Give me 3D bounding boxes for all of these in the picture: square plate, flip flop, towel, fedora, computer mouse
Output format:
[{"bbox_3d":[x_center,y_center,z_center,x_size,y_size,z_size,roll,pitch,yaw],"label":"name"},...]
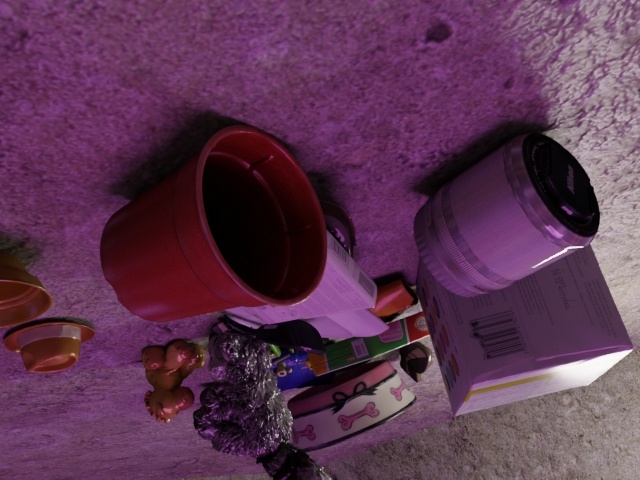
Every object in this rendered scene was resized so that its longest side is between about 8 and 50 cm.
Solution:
[{"bbox_3d":[-0.083,0.135,1.563,0.344,0.049,0.347,-2,156,31],"label":"square plate"},{"bbox_3d":[0.309,0.370,2.421,0.080,0.112,0.277,-36,157,-13],"label":"flip flop"},{"bbox_3d":[-0.094,0.363,2.230,0.308,0.076,0.227,-5,148,-17],"label":"towel"},{"bbox_3d":[-0.587,0.239,1.682,0.194,0.079,0.194,-10,156,-5],"label":"fedora"},{"bbox_3d":[-0.107,0.173,1.530,0.184,0.060,0.262,16,172,-24],"label":"computer mouse"}]

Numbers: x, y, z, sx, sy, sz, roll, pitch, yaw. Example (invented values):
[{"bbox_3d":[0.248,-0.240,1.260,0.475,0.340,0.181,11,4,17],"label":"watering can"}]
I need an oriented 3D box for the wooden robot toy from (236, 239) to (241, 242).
[{"bbox_3d":[-0.145,-0.025,1.333,0.076,0.173,0.079,-43,119,-19],"label":"wooden robot toy"}]

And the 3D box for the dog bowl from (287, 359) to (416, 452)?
[{"bbox_3d":[0.080,0.497,2.374,0.408,0.150,0.408,-24,176,-2],"label":"dog bowl"}]

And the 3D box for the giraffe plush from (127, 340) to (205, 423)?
[{"bbox_3d":[-0.385,0.368,1.957,0.210,0.170,0.181,-22,155,18],"label":"giraffe plush"}]

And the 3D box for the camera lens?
[{"bbox_3d":[0.329,-0.042,1.365,0.219,0.219,0.274,9,148,-41],"label":"camera lens"}]

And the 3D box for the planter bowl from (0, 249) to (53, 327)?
[{"bbox_3d":[-0.572,0.073,1.312,0.217,0.090,0.217,-11,155,-5],"label":"planter bowl"}]

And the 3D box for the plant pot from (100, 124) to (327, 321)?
[{"bbox_3d":[-0.177,0.000,1.178,0.265,0.272,0.272,-21,156,34],"label":"plant pot"}]

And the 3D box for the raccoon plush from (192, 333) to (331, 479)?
[{"bbox_3d":[-0.106,0.386,1.886,0.299,0.447,0.216,-66,172,30],"label":"raccoon plush"}]

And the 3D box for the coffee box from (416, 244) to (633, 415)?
[{"bbox_3d":[0.426,0.166,1.728,0.338,0.337,0.334,-13,157,-2],"label":"coffee box"}]

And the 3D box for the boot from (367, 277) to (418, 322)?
[{"bbox_3d":[0.099,0.144,1.823,0.211,0.104,0.295,-30,157,21],"label":"boot"}]

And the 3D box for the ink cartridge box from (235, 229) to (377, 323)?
[{"bbox_3d":[-0.042,0.070,1.327,0.225,0.056,0.181,-11,142,30],"label":"ink cartridge box"}]

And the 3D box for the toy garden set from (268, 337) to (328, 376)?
[{"bbox_3d":[-0.093,0.301,2.031,0.244,0.049,0.203,-18,136,10],"label":"toy garden set"}]

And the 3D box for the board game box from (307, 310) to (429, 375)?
[{"bbox_3d":[0.161,0.249,1.969,0.317,0.064,0.242,-14,170,-41],"label":"board game box"}]

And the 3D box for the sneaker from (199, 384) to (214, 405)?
[{"bbox_3d":[-0.302,0.518,2.420,0.130,0.109,0.286,-16,155,22],"label":"sneaker"}]

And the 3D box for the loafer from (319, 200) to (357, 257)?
[{"bbox_3d":[0.000,0.000,1.426,0.134,0.130,0.366,14,160,3],"label":"loafer"}]
